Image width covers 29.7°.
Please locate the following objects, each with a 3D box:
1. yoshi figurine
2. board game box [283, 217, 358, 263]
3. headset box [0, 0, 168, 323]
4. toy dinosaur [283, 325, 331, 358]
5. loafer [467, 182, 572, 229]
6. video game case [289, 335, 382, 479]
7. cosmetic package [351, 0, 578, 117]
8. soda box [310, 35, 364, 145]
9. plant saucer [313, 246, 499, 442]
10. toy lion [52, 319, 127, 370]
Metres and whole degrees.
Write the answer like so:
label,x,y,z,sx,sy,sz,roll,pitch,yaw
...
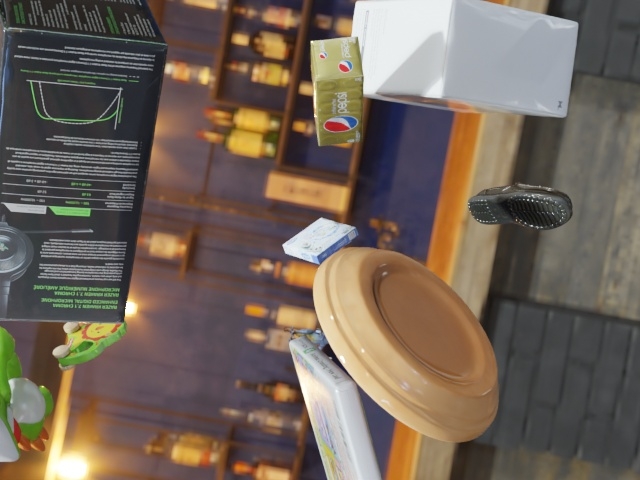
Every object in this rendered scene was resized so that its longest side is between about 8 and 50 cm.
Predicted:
label,x,y,z,sx,sy,sz,roll,pitch,yaw
yoshi figurine,-0.521,0.226,1.777,0.362,0.203,0.203,33,-128,-79
board game box,0.000,0.000,1.973,0.090,0.090,0.020,-35,-58,-28
headset box,-0.237,-0.092,1.077,0.246,0.131,0.283,-118,36,-56
toy dinosaur,-0.004,0.139,1.794,0.090,0.082,0.047,-117,29,-57
loafer,0.365,-0.075,2.169,0.078,0.220,0.080,-45,-57,-31
video game case,0.027,0.214,1.189,0.193,0.023,0.213,-150,43,-74
cosmetic package,0.192,-0.251,1.662,0.224,0.224,0.138,15,99,56
soda box,0.022,-0.187,1.541,0.181,0.061,0.058,86,177,-68
plant saucer,0.082,0.079,1.031,0.037,0.200,0.200,-47,18,28
toy lion,-0.329,0.142,1.750,0.100,0.096,0.034,-81,-23,-59
